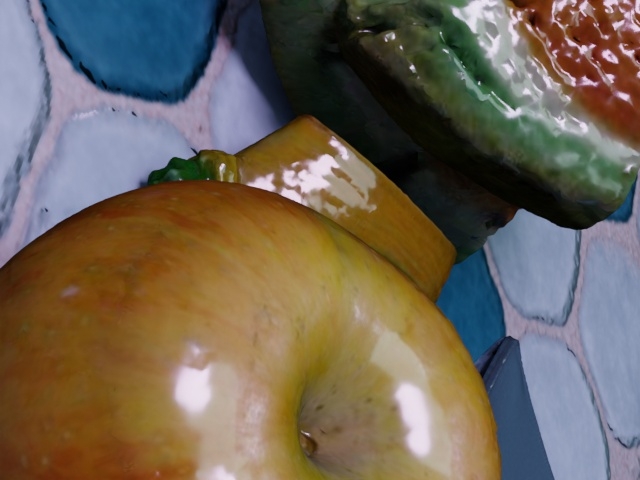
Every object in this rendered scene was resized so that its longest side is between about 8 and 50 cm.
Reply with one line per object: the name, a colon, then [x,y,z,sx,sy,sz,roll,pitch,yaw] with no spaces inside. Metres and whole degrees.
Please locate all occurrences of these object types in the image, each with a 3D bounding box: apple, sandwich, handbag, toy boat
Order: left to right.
apple: [-0.043,0.086,0.630,0.235,0.173,0.210,49,44,-24]
toy boat: [0.000,0.000,0.830,0.088,0.089,0.229,-53,135,-3]
handbag: [0.087,0.170,0.862,0.144,0.057,0.221,-63,145,-47]
sandwich: [0.136,-0.080,0.854,0.250,0.301,0.162,66,14,-45]
